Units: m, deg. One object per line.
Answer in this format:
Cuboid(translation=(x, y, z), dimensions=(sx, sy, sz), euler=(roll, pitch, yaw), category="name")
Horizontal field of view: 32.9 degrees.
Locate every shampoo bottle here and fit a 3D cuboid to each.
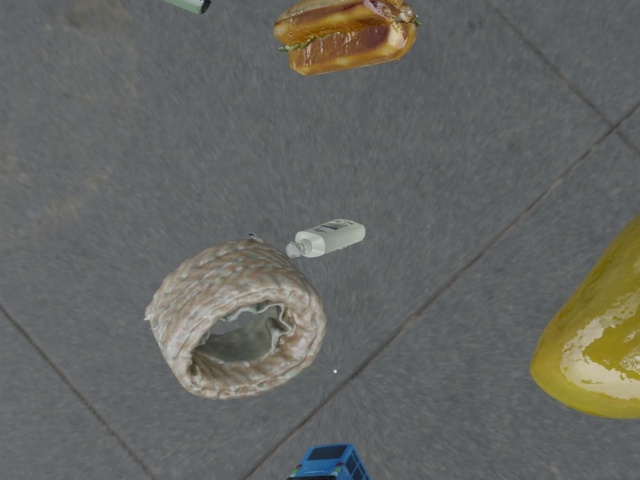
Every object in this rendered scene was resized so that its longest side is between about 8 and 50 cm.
Cuboid(translation=(0.000, 0.000, 1.295), dimensions=(0.049, 0.141, 0.034), euler=(15, 107, 28), category="shampoo bottle")

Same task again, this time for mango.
Cuboid(translation=(0.352, 0.048, 0.988), dimensions=(0.195, 0.142, 0.331), euler=(22, 54, 43), category="mango")

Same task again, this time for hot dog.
Cuboid(translation=(0.029, -0.270, 1.384), dimensions=(0.076, 0.250, 0.104), euler=(-39, 111, -28), category="hot dog")

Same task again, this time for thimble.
Cuboid(translation=(-0.117, 0.111, 1.525), dimensions=(0.229, 0.148, 0.196), euler=(-29, 124, -9), category="thimble")

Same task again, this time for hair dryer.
Cuboid(translation=(-0.154, -0.358, 1.327), dimensions=(0.071, 0.047, 0.150), euler=(22, 108, 4), category="hair dryer")

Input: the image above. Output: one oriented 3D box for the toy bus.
Cuboid(translation=(0.036, 0.387, 1.545), dimensions=(0.090, 0.106, 0.185), euler=(-11, 115, 32), category="toy bus")
